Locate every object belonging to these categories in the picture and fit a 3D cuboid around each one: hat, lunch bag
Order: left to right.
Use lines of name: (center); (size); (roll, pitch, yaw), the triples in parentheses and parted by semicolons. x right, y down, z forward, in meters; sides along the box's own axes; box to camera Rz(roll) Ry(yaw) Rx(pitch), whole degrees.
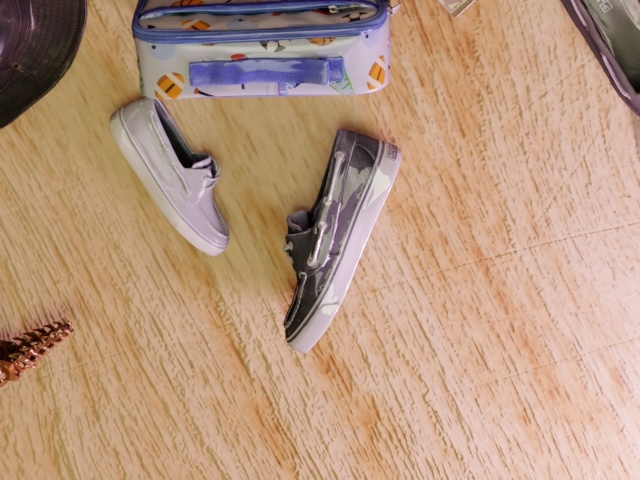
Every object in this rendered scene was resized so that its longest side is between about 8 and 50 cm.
hat: (-0.448, -0.252, 1.749); (0.331, 0.134, 0.331); (0, 116, 1)
lunch bag: (-0.059, -0.240, 1.692); (0.303, 0.243, 0.115); (-3, 117, 2)

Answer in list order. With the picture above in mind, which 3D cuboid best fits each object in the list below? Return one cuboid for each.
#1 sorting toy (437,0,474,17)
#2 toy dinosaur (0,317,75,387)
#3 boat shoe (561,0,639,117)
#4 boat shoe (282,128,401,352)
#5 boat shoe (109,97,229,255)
sorting toy: (0.171, -0.316, 1.782); (0.062, 0.012, 0.083); (43, 112, -14)
toy dinosaur: (-0.491, 0.144, 1.964); (0.322, 0.164, 0.218); (-27, 130, -7)
boat shoe: (0.381, -0.229, 1.766); (0.112, 0.095, 0.335); (-36, 106, 16)
boat shoe: (0.000, 0.000, 1.888); (0.102, 0.108, 0.301); (20, 112, -10)
boat shoe: (-0.171, -0.082, 1.861); (0.081, 0.079, 0.227); (-29, 110, 18)
